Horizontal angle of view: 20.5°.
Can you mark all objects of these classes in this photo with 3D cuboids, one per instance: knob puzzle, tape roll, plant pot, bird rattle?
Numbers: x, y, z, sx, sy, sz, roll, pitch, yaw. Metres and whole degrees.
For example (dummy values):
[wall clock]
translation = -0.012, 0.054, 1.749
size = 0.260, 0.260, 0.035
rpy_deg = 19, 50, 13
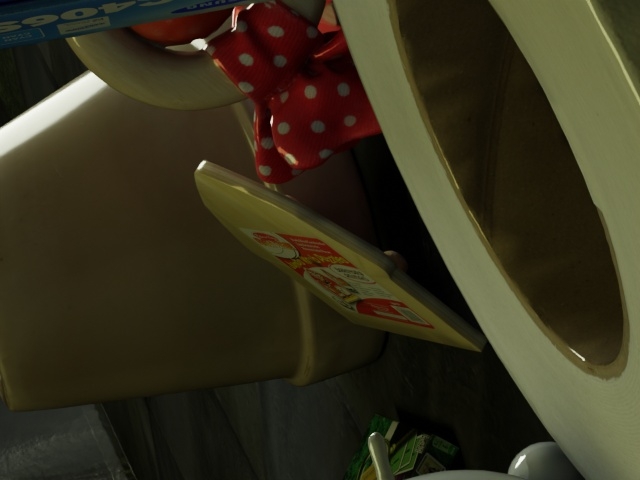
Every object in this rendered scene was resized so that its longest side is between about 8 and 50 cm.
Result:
[knob puzzle]
translation = 0.000, 0.000, 1.147
size = 0.213, 0.030, 0.213
rpy_deg = 31, 168, 7
[tape roll]
translation = 0.102, -0.049, 0.738
size = 0.392, 0.072, 0.392
rpy_deg = 62, 171, 17
[plant pot]
translation = -0.140, -0.005, 1.360
size = 0.323, 0.280, 0.323
rpy_deg = 159, 90, -74
[bird rattle]
translation = -0.055, -0.154, 1.041
size = 0.143, 0.206, 0.254
rpy_deg = -99, 5, -65

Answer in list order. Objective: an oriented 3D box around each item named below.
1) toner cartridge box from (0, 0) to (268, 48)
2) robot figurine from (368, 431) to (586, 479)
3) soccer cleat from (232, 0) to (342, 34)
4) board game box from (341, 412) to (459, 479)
[toner cartridge box]
translation = -0.111, -0.270, 0.779
size = 0.075, 0.165, 0.348
rpy_deg = 108, 152, -86
[robot figurine]
translation = 0.100, 0.246, 0.839
size = 0.199, 0.300, 0.353
rpy_deg = -16, 128, 38
[soccer cleat]
translation = -0.032, -0.193, 1.150
size = 0.095, 0.083, 0.248
rpy_deg = -65, -44, -68
[board game box]
translation = 0.013, 0.255, 1.298
size = 0.030, 0.260, 0.136
rpy_deg = 28, 173, -13
